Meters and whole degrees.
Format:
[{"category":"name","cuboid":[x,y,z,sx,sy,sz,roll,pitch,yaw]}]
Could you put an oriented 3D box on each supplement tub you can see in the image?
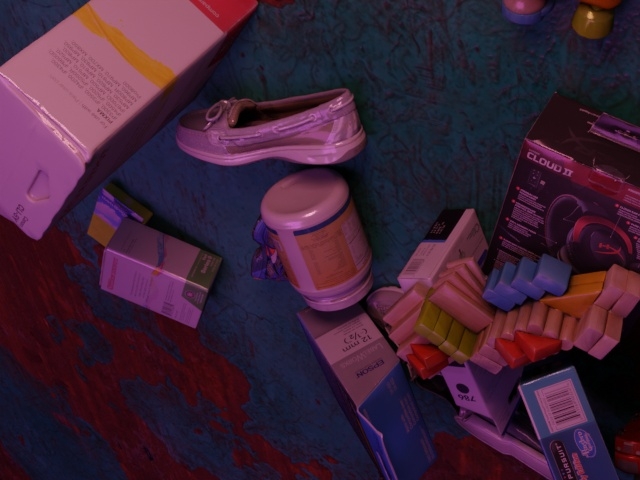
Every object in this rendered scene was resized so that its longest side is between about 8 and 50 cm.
[{"category":"supplement tub","cuboid":[0.000,0.000,1.531,0.144,0.144,0.200,7,134,35]}]

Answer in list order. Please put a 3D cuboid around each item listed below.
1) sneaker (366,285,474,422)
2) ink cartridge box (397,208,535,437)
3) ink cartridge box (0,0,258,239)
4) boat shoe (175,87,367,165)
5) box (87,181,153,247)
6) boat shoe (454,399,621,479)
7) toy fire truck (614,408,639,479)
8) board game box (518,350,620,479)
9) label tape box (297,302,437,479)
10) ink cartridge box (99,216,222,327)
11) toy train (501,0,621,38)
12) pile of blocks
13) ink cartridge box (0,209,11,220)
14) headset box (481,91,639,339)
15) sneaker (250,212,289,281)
[{"category":"sneaker","cuboid":[0.175,0.182,1.584,0.281,0.115,0.105,38,146,25]},{"category":"ink cartridge box","cuboid":[0.231,0.129,1.458,0.065,0.165,0.333,-2,127,39]},{"category":"ink cartridge box","cuboid":[-0.298,-0.216,1.350,0.160,0.385,0.279,43,143,-6]},{"category":"boat shoe","cuboid":[-0.084,-0.180,1.444,0.320,0.118,0.103,7,127,30]},{"category":"box","cuboid":[-0.401,-0.038,1.914,0.109,0.042,0.178,36,143,1]},{"category":"boat shoe","cuboid":[0.385,0.338,1.601,0.319,0.099,0.116,28,163,17]},{"category":"toy fire truck","cuboid":[0.499,0.333,1.472,0.047,0.192,0.135,7,105,34]},{"category":"board game box","cuboid":[0.361,0.296,1.340,0.079,0.336,0.254,-21,82,11]},{"category":"label tape box","cuboid":[0.100,0.274,1.614,0.348,0.115,0.249,51,166,53]},{"category":"ink cartridge box","cuboid":[-0.315,0.064,1.875,0.212,0.093,0.154,21,143,-3]},{"category":"toy train","cuboid":[0.308,-0.274,1.026,0.248,0.105,0.143,23,151,20]},{"category":"pile of blocks","cuboid":[0.228,0.106,1.238,0.362,0.113,0.149,-18,119,36]},{"category":"ink cartridge box","cuboid":[-0.596,-0.121,1.915,0.056,0.135,0.099,30,143,7]},{"category":"headset box","cuboid":[0.351,-0.036,1.225,0.218,0.110,0.293,25,142,16]},{"category":"sneaker","cuboid":[-0.067,-0.004,1.655,0.087,0.083,0.221,17,146,6]}]
